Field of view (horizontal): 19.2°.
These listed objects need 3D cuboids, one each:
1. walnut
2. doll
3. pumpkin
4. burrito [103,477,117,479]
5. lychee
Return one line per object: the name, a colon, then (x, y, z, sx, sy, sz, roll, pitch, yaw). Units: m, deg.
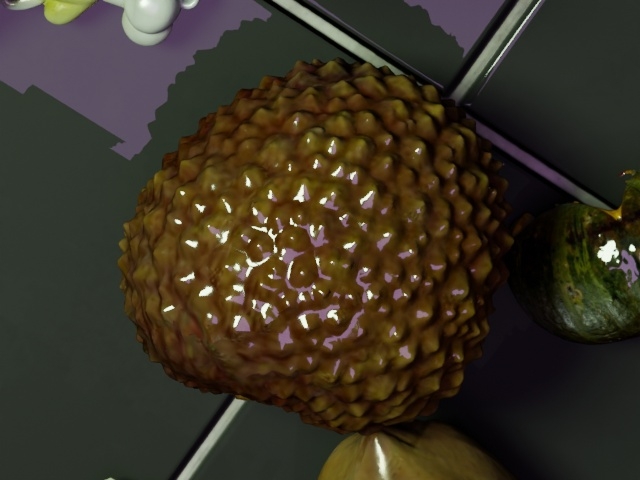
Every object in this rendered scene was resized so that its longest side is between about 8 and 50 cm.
walnut: (0.076, 0.255, 1.408, 0.203, 0.203, 0.297, -16, 125, 5)
doll: (-0.161, -0.195, 1.321, 0.162, 0.062, 0.106, 18, 113, -8)
pumpkin: (0.226, 0.014, 1.380, 0.183, 0.107, 0.119, -28, 113, 10)
burrito: (-0.155, 0.293, 1.494, 0.087, 0.060, 0.226, 5, 110, 3)
lychee: (0.000, 0.000, 1.302, 0.268, 0.267, 0.267, 0, 109, -1)
